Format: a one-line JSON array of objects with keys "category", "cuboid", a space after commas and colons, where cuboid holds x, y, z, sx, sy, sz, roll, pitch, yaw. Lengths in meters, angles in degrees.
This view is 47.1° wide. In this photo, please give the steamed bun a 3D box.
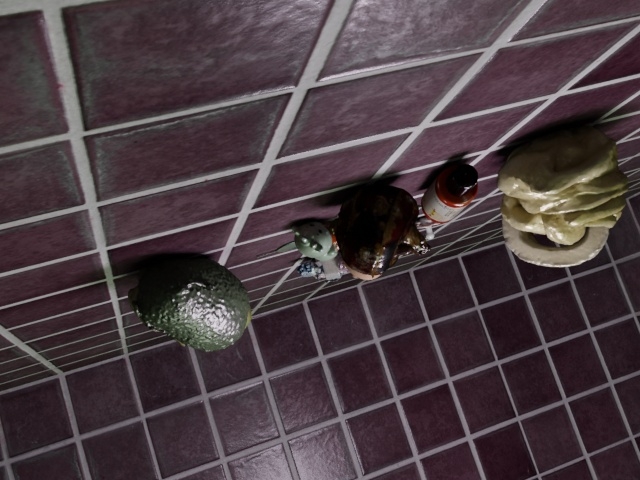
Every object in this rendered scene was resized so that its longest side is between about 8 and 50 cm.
[{"category": "steamed bun", "cuboid": [0.620, -0.123, 1.865, 0.324, 0.231, 0.372, -18, 152, 5]}]

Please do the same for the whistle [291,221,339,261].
[{"category": "whistle", "cuboid": [0.000, 0.002, 1.929, 0.105, 0.102, 0.253, -24, 167, 16]}]

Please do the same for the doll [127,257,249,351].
[{"category": "doll", "cuboid": [-0.330, 0.155, 1.835, 0.247, 0.248, 0.349, -21, 161, 13]}]

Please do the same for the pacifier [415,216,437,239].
[{"category": "pacifier", "cuboid": [0.355, -0.041, 2.422, 0.099, 0.078, 0.081, -16, -169, -16]}]

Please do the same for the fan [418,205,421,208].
[{"category": "fan", "cuboid": [0.259, -0.086, 2.188, 0.226, 0.008, 0.152, -19, 169, 10]}]

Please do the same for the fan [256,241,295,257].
[{"category": "fan", "cuboid": [-0.102, 0.022, 2.134, 0.175, 0.005, 0.113, -18, 171, -8]}]

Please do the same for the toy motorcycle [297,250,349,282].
[{"category": "toy motorcycle", "cuboid": [0.024, 0.088, 2.423, 0.204, 0.108, 0.239, -13, 169, -29]}]

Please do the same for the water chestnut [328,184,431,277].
[{"category": "water chestnut", "cuboid": [0.144, -0.022, 1.722, 0.224, 0.238, 0.224, -57, 166, -22]}]

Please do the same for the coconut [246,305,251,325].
[{"category": "coconut", "cuboid": [-0.321, 0.201, 2.152, 0.235, 0.236, 0.205, -9, 143, -43]}]

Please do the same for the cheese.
[{"category": "cheese", "cuboid": [0.689, -0.089, 2.136, 0.292, 0.333, 0.153, 7, 180, 22]}]

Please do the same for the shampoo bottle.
[{"category": "shampoo bottle", "cuboid": [0.327, -0.123, 1.830, 0.104, 0.105, 0.278, -17, 170, -7]}]

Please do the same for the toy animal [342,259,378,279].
[{"category": "toy animal", "cuboid": [0.143, 0.007, 1.953, 0.149, 0.165, 0.248, -47, 176, -48]}]
